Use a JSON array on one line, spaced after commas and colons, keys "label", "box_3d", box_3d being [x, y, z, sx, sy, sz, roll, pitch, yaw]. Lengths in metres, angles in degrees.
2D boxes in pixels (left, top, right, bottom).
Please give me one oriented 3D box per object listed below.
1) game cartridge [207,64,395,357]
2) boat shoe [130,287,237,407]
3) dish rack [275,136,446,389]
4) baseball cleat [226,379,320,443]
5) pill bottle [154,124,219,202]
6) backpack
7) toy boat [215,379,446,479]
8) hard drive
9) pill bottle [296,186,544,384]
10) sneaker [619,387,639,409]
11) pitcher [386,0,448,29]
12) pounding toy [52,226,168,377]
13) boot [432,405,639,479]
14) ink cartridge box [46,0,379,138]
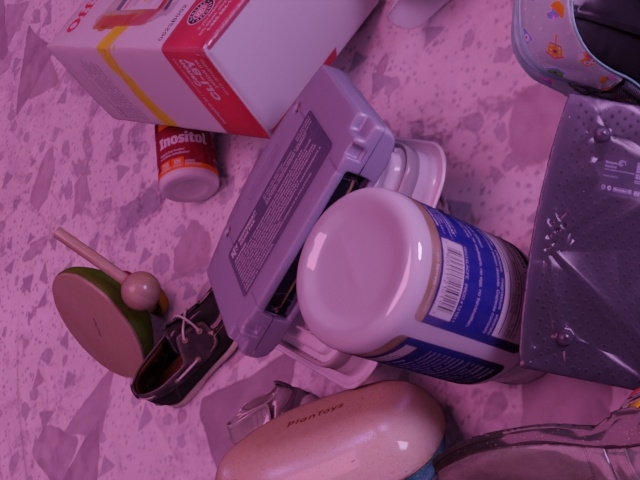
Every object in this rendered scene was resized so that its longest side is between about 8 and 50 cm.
[{"label": "game cartridge", "box_3d": [-0.031, -0.039, 1.213, 0.294, 0.060, 0.196, -59, 32, 20]}, {"label": "boat shoe", "box_3d": [-0.165, 0.127, 1.451, 0.233, 0.079, 0.084, -53, 44, 16]}, {"label": "dish rack", "box_3d": [0.000, 0.000, 1.266, 0.333, 0.072, 0.285, 19, 88, 63]}, {"label": "baseball cleat", "box_3d": [-0.073, 0.263, 1.284, 0.205, 0.110, 0.072, -66, 9, -4]}, {"label": "pill bottle", "box_3d": [-0.193, -0.137, 1.566, 0.086, 0.086, 0.152, -30, 56, 35]}, {"label": "backpack", "box_3d": [0.265, -0.220, 1.055, 0.144, 0.188, 0.165, 5, 80, 46]}, {"label": "toy boat", "box_3d": [-0.003, 0.273, 1.101, 0.268, 0.318, 0.148, -21, 103, 23]}, {"label": "hard drive", "box_3d": [0.277, 0.006, 0.998, 0.172, 0.054, 0.254, 11, 84, 4]}, {"label": "pill bottle", "box_3d": [0.117, 0.056, 1.051, 0.153, 0.265, 0.153, -19, 62, 40]}, {"label": "sneaker", "box_3d": [0.348, 0.167, 0.876, 0.225, 0.093, 0.088, 4, 87, 25]}, {"label": "pitcher", "box_3d": [0.133, -0.383, 1.313, 0.178, 0.125, 0.207, -21, 71, 17]}, {"label": "pounding toy", "box_3d": [-0.278, 0.076, 1.550, 0.183, 0.110, 0.236, 36, 143, 17]}, {"label": "boot", "box_3d": [0.198, 0.214, 0.811, 0.247, 0.083, 0.161, -18, 70, 34]}, {"label": "ink cartridge box", "box_3d": [-0.147, -0.298, 1.458, 0.385, 0.160, 0.279, 12, 61, 48]}]
